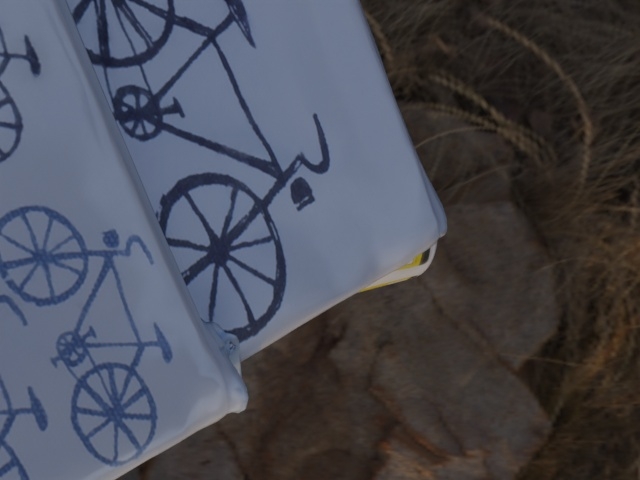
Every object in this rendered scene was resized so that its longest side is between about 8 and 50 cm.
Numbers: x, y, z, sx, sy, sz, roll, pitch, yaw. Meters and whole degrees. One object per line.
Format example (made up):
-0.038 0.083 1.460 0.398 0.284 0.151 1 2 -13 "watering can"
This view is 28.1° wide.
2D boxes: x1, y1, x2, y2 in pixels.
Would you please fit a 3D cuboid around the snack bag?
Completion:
-0.093 -0.083 0.433 0.342 0.037 0.323 -27 99 -45 "snack bag"

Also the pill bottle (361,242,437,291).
0.000 0.000 1.085 0.184 0.103 0.103 -13 85 -30 "pill bottle"
